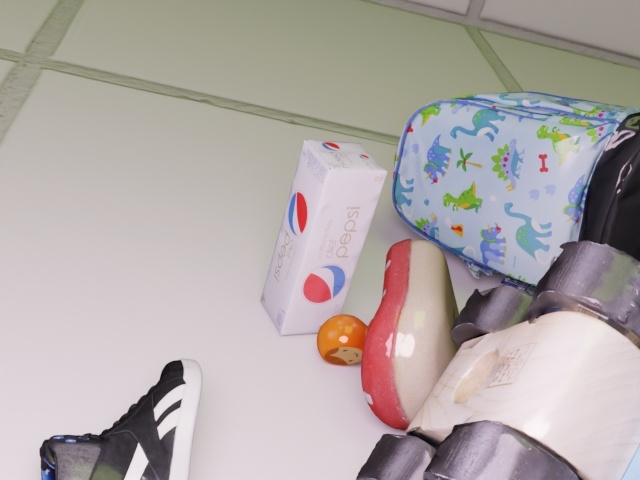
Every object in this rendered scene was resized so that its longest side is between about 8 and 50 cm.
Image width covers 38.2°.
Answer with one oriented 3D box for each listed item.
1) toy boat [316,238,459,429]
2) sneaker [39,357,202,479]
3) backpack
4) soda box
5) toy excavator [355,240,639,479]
[{"bbox_3d":[0.069,0.103,0.990,0.151,0.151,0.231,-11,24,13],"label":"toy boat"},{"bbox_3d":[-0.168,0.164,0.774,0.121,0.079,0.217,13,29,-10],"label":"sneaker"},{"bbox_3d":[0.272,-0.077,1.258,0.273,0.290,0.355,-6,26,-35],"label":"backpack"},{"bbox_3d":[0.000,0.000,1.021,0.074,0.216,0.069,0,33,-28],"label":"soda box"},{"bbox_3d":[0.309,0.216,0.700,0.445,0.433,0.222,37,68,-5],"label":"toy excavator"}]
